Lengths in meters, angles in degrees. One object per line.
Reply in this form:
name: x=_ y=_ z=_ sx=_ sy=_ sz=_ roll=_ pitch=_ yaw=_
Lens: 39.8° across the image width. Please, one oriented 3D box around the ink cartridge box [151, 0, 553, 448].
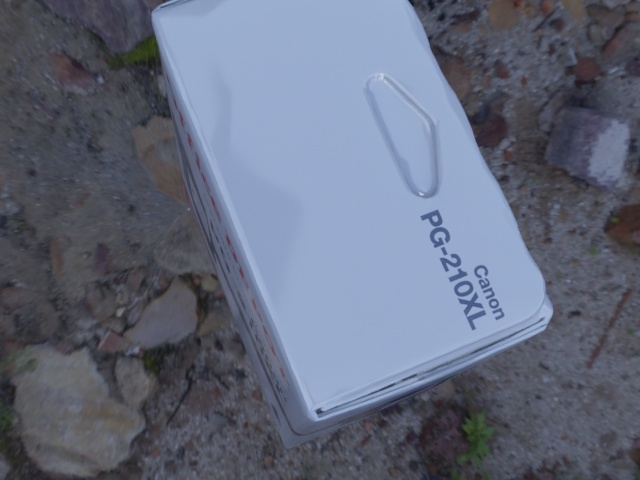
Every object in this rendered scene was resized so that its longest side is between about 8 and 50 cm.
ink cartridge box: x=0.000 y=0.000 z=0.431 sx=0.100 sy=0.237 sz=0.171 roll=-21 pitch=77 yaw=-10
